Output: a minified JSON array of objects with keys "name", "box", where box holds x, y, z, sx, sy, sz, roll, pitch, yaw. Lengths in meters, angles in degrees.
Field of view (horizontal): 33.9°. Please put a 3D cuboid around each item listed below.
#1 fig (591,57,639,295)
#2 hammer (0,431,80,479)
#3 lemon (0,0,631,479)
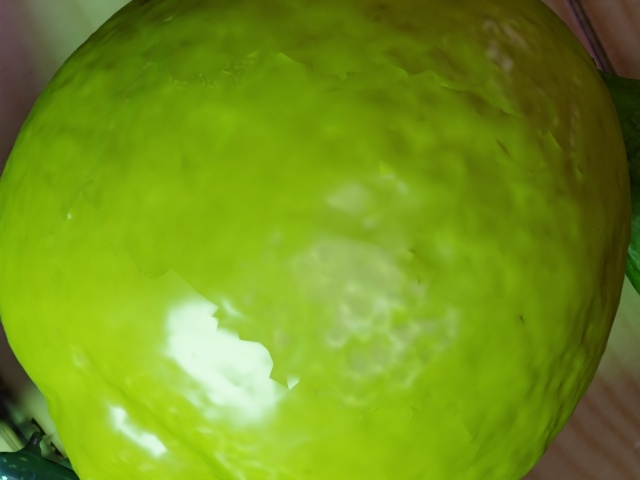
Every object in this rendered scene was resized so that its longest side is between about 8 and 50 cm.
[{"name":"fig","box":[0.267,-0.045,0.767,0.235,0.203,0.203,30,86,18]},{"name":"hammer","box":[-0.135,0.150,0.605,0.116,0.194,0.070,8,69,19]},{"name":"lemon","box":[0.000,0.000,0.567,0.347,0.348,0.348,-3,99,-20]}]
